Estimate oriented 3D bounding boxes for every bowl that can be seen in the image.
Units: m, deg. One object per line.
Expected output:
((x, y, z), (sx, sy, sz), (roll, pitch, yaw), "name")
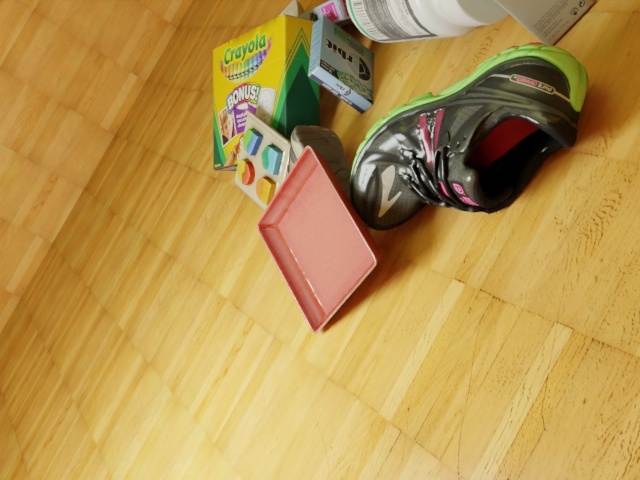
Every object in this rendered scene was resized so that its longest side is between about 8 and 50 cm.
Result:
((-0.090, -0.591, 2.487), (0.142, 0.053, 0.142), (-43, 33, 28), "bowl")

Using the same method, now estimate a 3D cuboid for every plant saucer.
((0.000, 0.000, 1.625), (0.259, 0.047, 0.258), (61, 141, 22), "plant saucer")

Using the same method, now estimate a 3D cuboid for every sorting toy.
((-0.138, -0.171, 2.024), (0.193, 0.038, 0.208), (41, 132, 42), "sorting toy")

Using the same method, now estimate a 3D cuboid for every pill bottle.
((0.218, -0.500, 1.746), (0.361, 0.204, 0.204), (18, 78, 60), "pill bottle")

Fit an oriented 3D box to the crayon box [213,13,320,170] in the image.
((-0.140, -0.343, 2.145), (0.363, 0.106, 0.313), (-5, 86, 56), "crayon box")

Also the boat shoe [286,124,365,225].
((0.009, -0.090, 1.806), (0.355, 0.132, 0.130), (-102, 24, -46), "boat shoe")

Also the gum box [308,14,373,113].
((0.048, -0.391, 1.962), (0.041, 0.157, 0.184), (-35, 36, 37), "gum box")

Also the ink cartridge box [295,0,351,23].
((0.028, -0.539, 2.135), (0.185, 0.065, 0.311), (-25, 13, -32), "ink cartridge box")

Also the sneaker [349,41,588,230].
((0.212, -0.132, 1.431), (0.482, 0.185, 0.202), (-34, 39, 44), "sneaker")

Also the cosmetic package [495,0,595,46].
((0.298, -0.476, 1.480), (0.113, 0.309, 0.160), (-45, 32, 22), "cosmetic package")
